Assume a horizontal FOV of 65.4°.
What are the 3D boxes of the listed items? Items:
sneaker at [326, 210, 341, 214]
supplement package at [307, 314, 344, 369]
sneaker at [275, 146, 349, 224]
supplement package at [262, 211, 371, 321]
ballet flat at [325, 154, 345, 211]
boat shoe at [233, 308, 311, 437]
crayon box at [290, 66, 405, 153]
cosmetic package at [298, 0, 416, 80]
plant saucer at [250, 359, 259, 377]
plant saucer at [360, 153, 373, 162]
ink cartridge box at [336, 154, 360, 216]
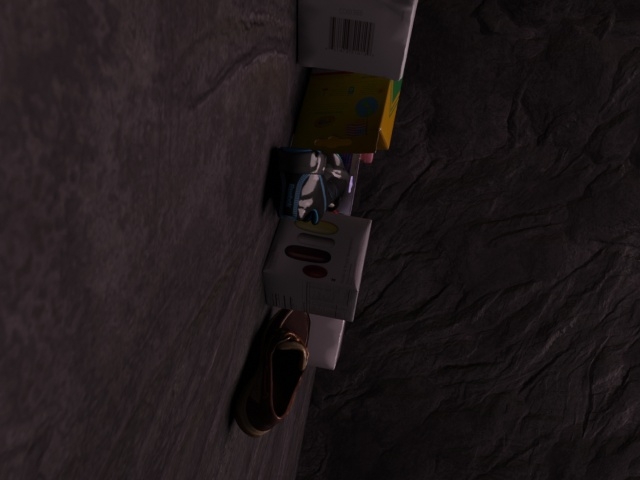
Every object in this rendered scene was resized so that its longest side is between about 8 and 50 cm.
[{"bbox_3d":[0.004,-0.003,1.763,0.125,0.104,0.262,-110,-144,-76],"label":"sneaker"},{"bbox_3d":[-0.017,0.285,1.562,0.293,0.177,0.175,55,47,-81],"label":"supplement package"},{"bbox_3d":[-0.027,-0.106,1.063,0.341,0.125,0.139,-1,100,-74],"label":"sneaker"},{"bbox_3d":[-0.004,0.050,1.128,0.149,0.203,0.194,92,10,-54],"label":"supplement package"},{"bbox_3d":[0.029,-0.165,1.463,0.280,0.095,0.096,69,27,-66],"label":"ballet flat"},{"bbox_3d":[-0.072,0.260,1.091,0.123,0.123,0.342,-35,-163,35],"label":"boat shoe"},{"bbox_3d":[0.065,-0.311,1.107,0.081,0.202,0.318,48,51,-58],"label":"crayon box"},{"bbox_3d":[0.097,-0.511,1.026,0.156,0.217,0.385,93,11,-50],"label":"cosmetic package"},{"bbox_3d":[-0.146,0.325,1.160,0.119,0.021,0.119,10,90,-84],"label":"plant saucer"},{"bbox_3d":[0.160,-0.482,2.040,0.332,0.084,0.332,-3,90,-90],"label":"plant saucer"},{"bbox_3d":[0.070,-0.198,1.620,0.208,0.045,0.206,33,-62,55],"label":"ink cartridge box"}]
